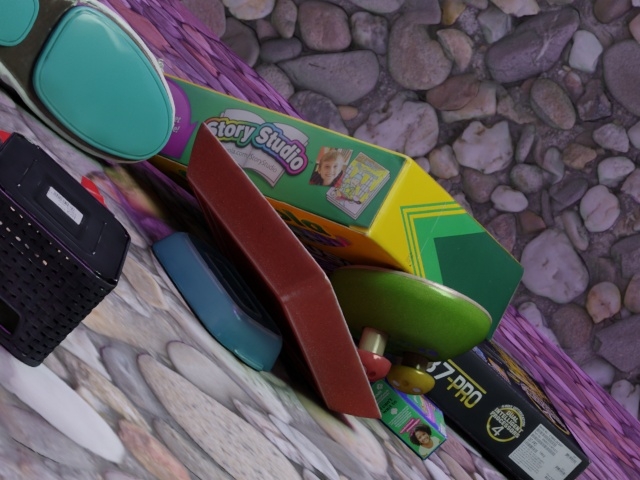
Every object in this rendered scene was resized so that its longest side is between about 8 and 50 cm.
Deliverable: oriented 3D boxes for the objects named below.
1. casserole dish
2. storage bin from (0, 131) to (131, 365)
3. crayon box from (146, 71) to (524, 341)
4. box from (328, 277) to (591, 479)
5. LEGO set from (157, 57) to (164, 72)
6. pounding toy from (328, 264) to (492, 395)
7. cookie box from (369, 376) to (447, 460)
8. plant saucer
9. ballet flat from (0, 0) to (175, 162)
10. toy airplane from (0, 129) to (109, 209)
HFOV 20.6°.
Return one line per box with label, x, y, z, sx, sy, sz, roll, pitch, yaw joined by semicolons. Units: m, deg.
casserole dish;-0.098;0.055;1.751;0.114;0.037;0.188;36;13;-48
storage bin;-0.213;0.002;1.280;0.122;0.084;0.180;43;9;-10
crayon box;0.005;-0.037;1.984;0.363;0.106;0.313;21;-10;36
box;0.167;0.149;2.376;0.395;0.097;0.318;42;6;-17
LEGO set;-0.151;-0.171;2.225;0.182;0.060;0.244;34;9;-16
pounding toy;0.074;0.115;1.915;0.183;0.110;0.237;22;-16;-12
cookie box;0.091;0.188;1.999;0.107;0.040;0.092;42;10;-9
plant saucer;-0.046;0.043;1.787;0.258;0.047;0.259;51;-12;38
ballet flat;-0.309;-0.218;1.812;0.400;0.139;0.139;35;12;-41
toy airplane;-0.241;-0.052;1.606;0.151;0.028;0.151;44;10;-9
